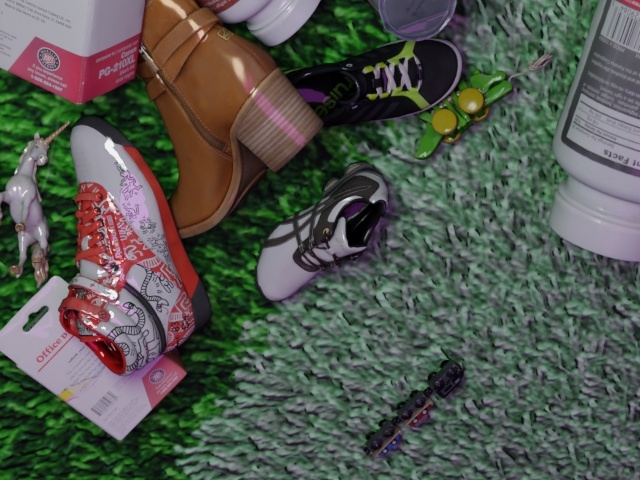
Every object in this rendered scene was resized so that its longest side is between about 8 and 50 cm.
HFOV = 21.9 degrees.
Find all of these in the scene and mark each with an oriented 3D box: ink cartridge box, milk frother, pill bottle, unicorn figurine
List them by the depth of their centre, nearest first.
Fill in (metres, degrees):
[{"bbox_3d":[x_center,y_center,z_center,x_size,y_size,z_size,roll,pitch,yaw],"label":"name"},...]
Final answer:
[{"bbox_3d":[-0.258,-0.279,1.599,0.172,0.100,0.237,26,123,21],"label":"ink cartridge box"},{"bbox_3d":[-0.102,-0.299,1.680,0.216,0.121,0.121,40,100,-25],"label":"pill bottle"},{"bbox_3d":[0.072,-0.298,1.715,0.143,0.135,0.129,29,104,-23],"label":"milk frother"},{"bbox_3d":[-0.312,-0.037,1.769,0.060,0.111,0.162,10,132,-1],"label":"unicorn figurine"},{"bbox_3d":[0.360,-0.145,1.828,0.176,0.176,0.319,10,111,-17],"label":"pill bottle"},{"bbox_3d":[-0.263,0.120,1.859,0.115,0.067,0.198,-45,117,7],"label":"ink cartridge box"}]

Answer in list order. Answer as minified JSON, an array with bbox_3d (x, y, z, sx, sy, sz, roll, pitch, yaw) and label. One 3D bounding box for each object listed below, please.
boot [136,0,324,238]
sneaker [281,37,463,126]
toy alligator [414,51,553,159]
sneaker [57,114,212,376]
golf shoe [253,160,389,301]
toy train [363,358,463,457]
[{"bbox_3d":[-0.145,-0.133,1.733,0.220,0.283,0.109,45,56,-5],"label":"boot"},{"bbox_3d":[0.047,-0.160,1.782,0.234,0.097,0.084,-15,101,-6],"label":"sneaker"},{"bbox_3d":[0.170,-0.164,1.848,0.189,0.056,0.051,-39,76,5],"label":"toy alligator"},{"bbox_3d":[-0.228,0.012,1.761,0.145,0.090,0.270,-38,113,-33],"label":"sneaker"},{"bbox_3d":[0.000,0.000,1.855,0.077,0.094,0.198,35,103,-25],"label":"golf shoe"},{"bbox_3d":[0.114,0.207,2.012,0.158,0.027,0.036,-45,126,8],"label":"toy train"}]
